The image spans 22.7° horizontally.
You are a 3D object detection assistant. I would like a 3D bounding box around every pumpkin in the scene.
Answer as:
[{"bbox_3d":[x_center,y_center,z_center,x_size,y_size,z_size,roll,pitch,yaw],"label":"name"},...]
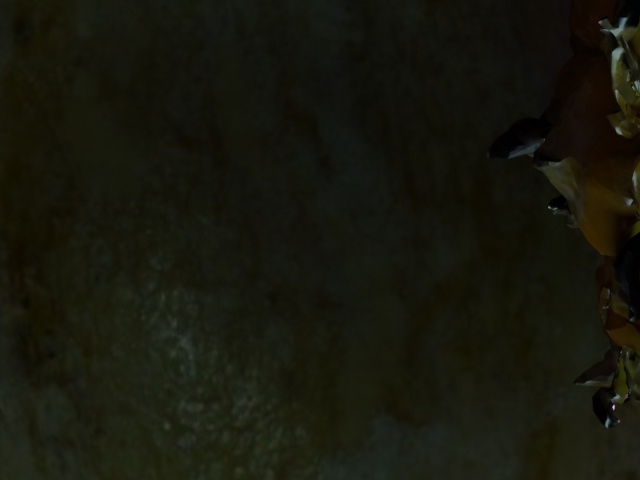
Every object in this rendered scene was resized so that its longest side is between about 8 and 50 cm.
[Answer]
[{"bbox_3d":[-0.022,0.030,0.513,0.332,0.199,0.332,-4,167,-1],"label":"pumpkin"}]

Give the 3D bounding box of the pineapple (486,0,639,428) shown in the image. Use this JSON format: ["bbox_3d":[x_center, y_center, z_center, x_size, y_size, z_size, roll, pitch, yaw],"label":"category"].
[{"bbox_3d":[0.130,-0.039,0.369,0.225,0.224,0.076,0,-159,-28],"label":"pineapple"}]
